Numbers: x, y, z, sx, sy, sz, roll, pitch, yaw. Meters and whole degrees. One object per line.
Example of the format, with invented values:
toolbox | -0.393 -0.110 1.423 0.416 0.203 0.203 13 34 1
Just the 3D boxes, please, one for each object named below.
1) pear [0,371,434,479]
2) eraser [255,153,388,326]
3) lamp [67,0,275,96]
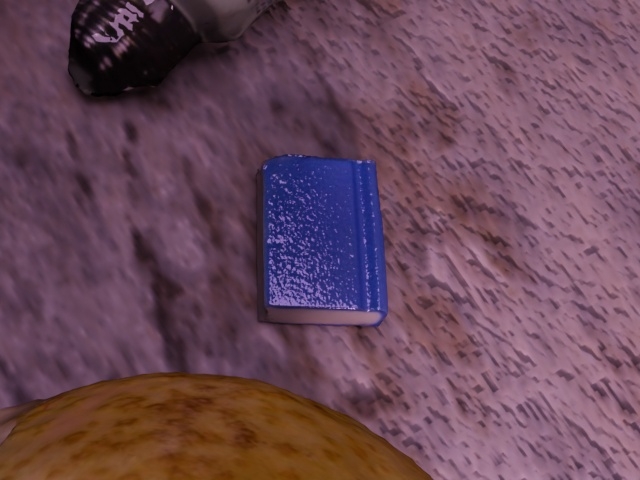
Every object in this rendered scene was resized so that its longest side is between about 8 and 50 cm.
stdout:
pear | -0.053 0.169 0.381 0.271 0.271 0.271 5 66 -11
eraser | 0.000 0.000 0.587 0.063 0.027 0.085 2 67 -11
lamp | -0.011 -0.211 0.591 0.182 0.182 0.314 37 64 4
